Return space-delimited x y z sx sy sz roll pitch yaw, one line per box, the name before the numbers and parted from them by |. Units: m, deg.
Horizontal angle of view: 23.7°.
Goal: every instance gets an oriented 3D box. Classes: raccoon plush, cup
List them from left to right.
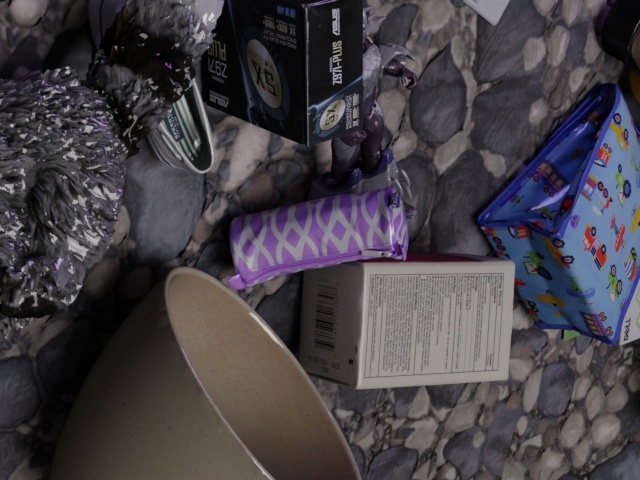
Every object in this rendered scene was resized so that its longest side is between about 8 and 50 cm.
raccoon plush | -0.324 -0.130 1.379 0.299 0.216 0.447 37 70 -35
cup | -0.143 0.227 1.612 0.237 0.331 0.331 -37 134 13

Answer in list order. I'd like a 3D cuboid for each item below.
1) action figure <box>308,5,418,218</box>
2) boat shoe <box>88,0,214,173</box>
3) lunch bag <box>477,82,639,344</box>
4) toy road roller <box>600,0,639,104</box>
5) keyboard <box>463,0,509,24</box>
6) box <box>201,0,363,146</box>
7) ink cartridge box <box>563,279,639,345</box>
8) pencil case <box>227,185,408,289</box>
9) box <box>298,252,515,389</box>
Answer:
action figure | 0.045 -0.141 1.716 0.185 0.099 0.285 -39 138 -40
boat shoe | -0.159 -0.167 1.553 0.083 0.075 0.226 -41 130 -20
lunch bag | 0.371 -0.049 2.037 0.293 0.138 0.221 -53 132 -24
toy road roller | 0.547 -0.289 2.028 0.329 0.202 0.240 -52 145 -3
keyboard | 0.253 -0.388 1.855 0.072 0.014 0.256 30 89 -49
box | -0.042 -0.195 1.568 0.077 0.180 0.147 -19 121 -35
ink cartridge box | 0.445 0.080 2.186 0.209 0.062 0.109 -15 117 -36
pencil case | 0.000 0.000 1.683 0.086 0.206 0.088 57 27 -54
box | 0.104 0.091 1.824 0.232 0.126 0.149 1 95 -35
